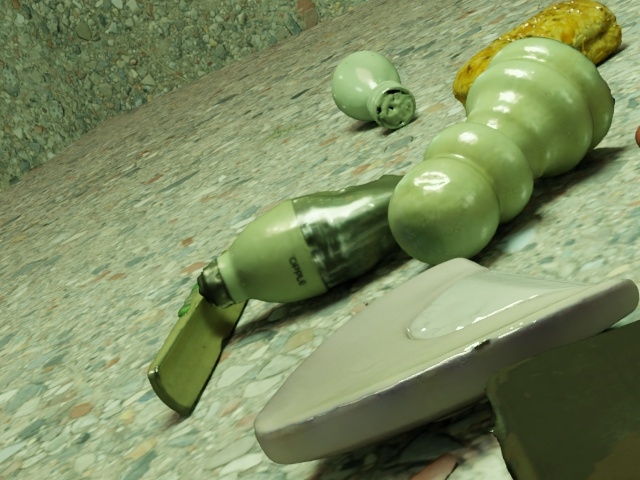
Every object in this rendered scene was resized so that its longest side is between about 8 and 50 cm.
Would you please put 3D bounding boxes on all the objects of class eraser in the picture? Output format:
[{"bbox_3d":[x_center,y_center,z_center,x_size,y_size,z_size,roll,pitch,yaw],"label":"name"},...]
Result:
[{"bbox_3d":[0.066,0.086,0.768,0.243,0.059,0.204,-30,16,-20],"label":"eraser"}]

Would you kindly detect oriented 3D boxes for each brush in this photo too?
[{"bbox_3d":[-0.119,0.085,1.097,0.048,0.054,0.282,-32,13,18],"label":"brush"}]

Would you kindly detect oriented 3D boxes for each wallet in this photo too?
[{"bbox_3d":[0.178,0.111,0.534,0.165,0.042,0.309,-25,17,4],"label":"wallet"}]

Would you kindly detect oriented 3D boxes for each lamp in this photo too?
[{"bbox_3d":[0.000,0.000,1.086,0.250,0.101,0.101,-23,16,6],"label":"lamp"},{"bbox_3d":[0.082,-0.214,1.647,0.106,0.106,0.193,-29,26,-5],"label":"lamp"}]

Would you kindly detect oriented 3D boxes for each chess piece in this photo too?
[{"bbox_3d":[0.153,-0.072,1.028,0.133,0.133,0.243,-8,29,51],"label":"chess piece"}]

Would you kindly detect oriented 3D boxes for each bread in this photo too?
[{"bbox_3d":[0.264,-0.222,1.386,0.211,0.083,0.114,-36,21,-22],"label":"bread"}]

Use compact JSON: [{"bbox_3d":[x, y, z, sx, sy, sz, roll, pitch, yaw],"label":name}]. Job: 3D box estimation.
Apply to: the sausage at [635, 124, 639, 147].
[{"bbox_3d":[0.296,-0.064,0.912,0.034,0.034,0.253,-26,16,8],"label":"sausage"}]
